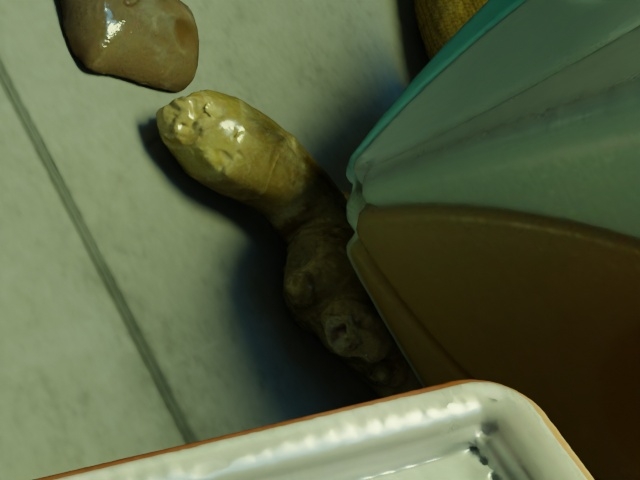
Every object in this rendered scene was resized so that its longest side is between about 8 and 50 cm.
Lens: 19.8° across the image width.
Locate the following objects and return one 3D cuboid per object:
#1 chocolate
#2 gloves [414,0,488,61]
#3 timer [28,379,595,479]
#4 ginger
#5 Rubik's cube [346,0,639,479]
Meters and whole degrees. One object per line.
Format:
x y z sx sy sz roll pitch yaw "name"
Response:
-0.094 -0.113 0.970 0.101 0.031 0.064 15 57 -54 "chocolate"
0.171 -0.116 1.266 0.203 0.155 0.356 7 62 -51 "gloves"
0.011 0.181 0.667 0.257 0.161 0.250 -11 60 -26 "timer"
-0.004 0.002 0.979 0.214 0.059 0.133 41 30 -34 "ginger"
0.269 -0.012 0.961 0.347 0.352 0.351 57 48 -17 "Rubik's cube"
